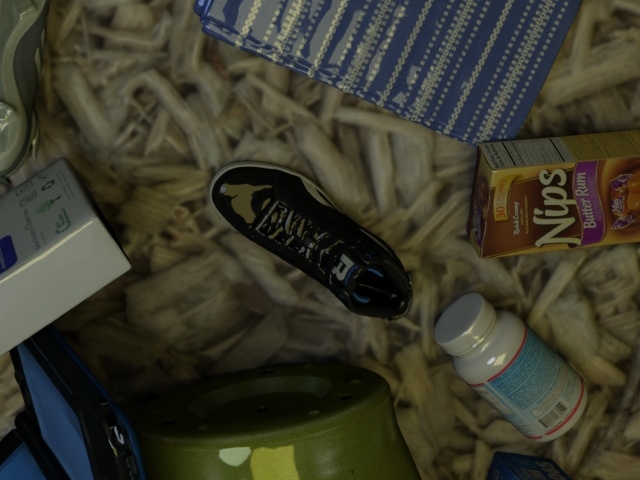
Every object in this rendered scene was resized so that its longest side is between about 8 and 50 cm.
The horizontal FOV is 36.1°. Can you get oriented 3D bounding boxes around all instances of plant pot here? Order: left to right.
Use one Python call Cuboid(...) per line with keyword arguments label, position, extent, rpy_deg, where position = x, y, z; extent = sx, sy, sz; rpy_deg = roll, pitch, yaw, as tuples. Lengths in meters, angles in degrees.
Cuboid(label="plant pot", position=(-0.028, 0.310, 0.909), extent=(0.366, 0.366, 0.353), rpy_deg=(-8, 96, -8))

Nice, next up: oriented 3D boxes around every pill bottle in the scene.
Cuboid(label="pill bottle", position=(0.193, 0.128, 1.006), extent=(0.160, 0.087, 0.087), rpy_deg=(43, 95, -19))

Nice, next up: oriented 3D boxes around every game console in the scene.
Cuboid(label="game console", position=(-0.263, 0.213, 0.817), extent=(0.173, 0.293, 0.250), rpy_deg=(-22, 122, -27))

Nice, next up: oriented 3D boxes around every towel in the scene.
Cuboid(label="towel", position=(0.078, -0.243, 0.906), extent=(0.336, 0.040, 0.243), rpy_deg=(21, 100, -18))

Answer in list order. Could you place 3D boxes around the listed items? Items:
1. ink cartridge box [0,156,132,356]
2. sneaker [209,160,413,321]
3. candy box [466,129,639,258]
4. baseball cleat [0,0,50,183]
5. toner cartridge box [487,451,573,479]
Cuboid(label="ink cartridge box", position=(-0.324, 0.064, 0.810), extent=(0.332, 0.165, 0.065), rpy_deg=(-33, 121, -7))
Cuboid(label="sneaker", position=(0.000, 0.000, 0.914), extent=(0.217, 0.121, 0.079), rpy_deg=(29, 99, -17))
Cuboid(label="candy box", position=(0.243, -0.046, 0.965), extent=(0.186, 0.053, 0.109), rpy_deg=(-5, 129, -7))
Cuboid(label="baseball cleat", position=(-0.272, -0.151, 0.849), extent=(0.072, 0.109, 0.206), rpy_deg=(8, 76, -4))
Cuboid(label="toner cartridge box", position=(0.200, 0.419, 1.039), extent=(0.075, 0.165, 0.348), rpy_deg=(11, 98, -13))
